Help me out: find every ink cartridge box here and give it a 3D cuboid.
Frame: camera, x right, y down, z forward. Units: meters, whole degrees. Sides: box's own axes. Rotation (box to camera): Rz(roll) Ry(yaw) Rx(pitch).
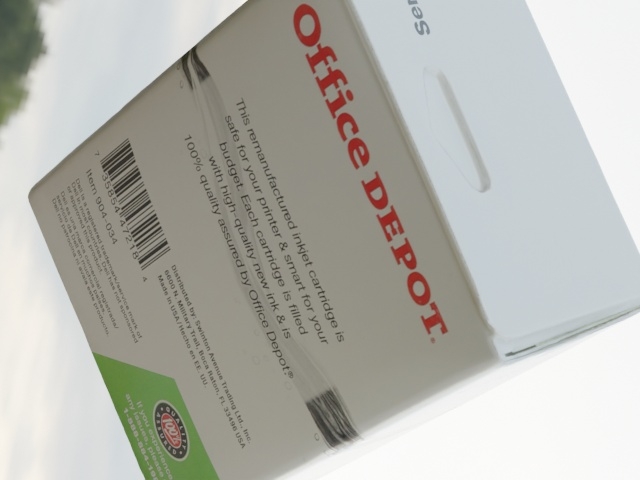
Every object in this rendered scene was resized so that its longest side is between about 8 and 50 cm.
[{"bbox_3d":[0.000,0.000,0.938,0.273,0.115,0.198,-33,-103,47],"label":"ink cartridge box"}]
